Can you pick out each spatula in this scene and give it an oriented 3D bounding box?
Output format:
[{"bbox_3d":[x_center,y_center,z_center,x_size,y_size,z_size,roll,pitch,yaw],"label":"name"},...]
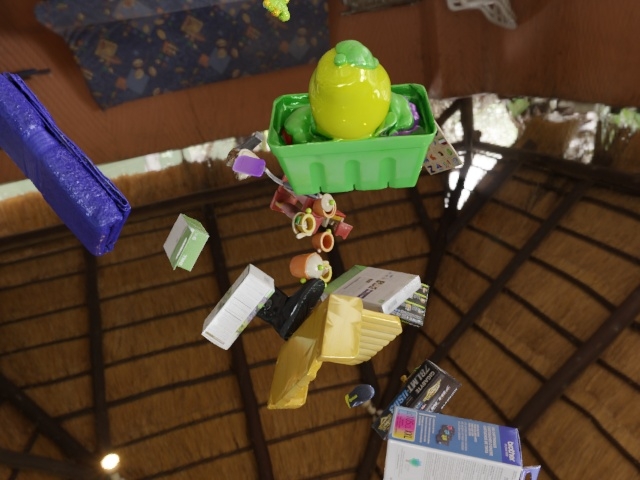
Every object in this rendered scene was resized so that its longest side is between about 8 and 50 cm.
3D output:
[{"bbox_3d":[-0.135,-0.197,1.655,0.296,0.030,0.084,24,-132,-17],"label":"spatula"}]

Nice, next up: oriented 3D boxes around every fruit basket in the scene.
[{"bbox_3d":[0.062,-0.289,1.135,0.391,0.392,0.283,-7,-139,8],"label":"fruit basket"}]

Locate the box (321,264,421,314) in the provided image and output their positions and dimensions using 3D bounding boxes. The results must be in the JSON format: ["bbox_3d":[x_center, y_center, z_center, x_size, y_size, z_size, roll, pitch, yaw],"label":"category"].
[{"bbox_3d":[0.184,0.184,1.962,0.321,0.059,0.232,10,-148,45],"label":"box"}]

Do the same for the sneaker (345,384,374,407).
[{"bbox_3d":[0.133,0.486,1.632,0.059,0.053,0.144,-7,157,-33],"label":"sneaker"}]

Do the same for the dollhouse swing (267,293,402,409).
[{"bbox_3d":[0.063,0.377,1.581,0.304,0.347,0.315,27,-140,-15],"label":"dollhouse swing"}]

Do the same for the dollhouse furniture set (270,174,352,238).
[{"bbox_3d":[0.004,-0.122,2.075,0.374,0.152,0.201,12,-159,-46],"label":"dollhouse furniture set"}]

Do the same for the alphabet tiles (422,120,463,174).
[{"bbox_3d":[0.344,-0.308,1.736,0.009,0.198,0.237,-45,-164,-25],"label":"alphabet tiles"}]

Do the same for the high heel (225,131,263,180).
[{"bbox_3d":[-0.288,-0.251,1.781,0.186,0.093,0.261,-33,-151,33],"label":"high heel"}]

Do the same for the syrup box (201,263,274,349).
[{"bbox_3d":[-0.244,0.196,1.530,0.237,0.096,0.093,-52,-165,8],"label":"syrup box"}]

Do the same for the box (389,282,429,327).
[{"bbox_3d":[0.334,0.238,2.084,0.190,0.045,0.184,19,-122,-6],"label":"box"}]

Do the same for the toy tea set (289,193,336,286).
[{"bbox_3d":[0.000,0.000,1.804,0.124,0.337,0.200,1,178,42],"label":"toy tea set"}]

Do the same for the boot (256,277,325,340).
[{"bbox_3d":[-0.124,0.190,1.763,0.207,0.247,0.094,35,-175,32],"label":"boot"}]

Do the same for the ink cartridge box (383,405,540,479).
[{"bbox_3d":[0.370,0.621,1.371,0.395,0.270,0.151,8,-155,14],"label":"ink cartridge box"}]

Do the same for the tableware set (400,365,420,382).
[{"bbox_3d":[0.351,0.502,1.896,0.154,0.104,0.024,12,-150,-45],"label":"tableware set"}]

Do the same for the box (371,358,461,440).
[{"bbox_3d":[0.344,0.572,1.794,0.296,0.293,0.073,-50,-129,-1],"label":"box"}]

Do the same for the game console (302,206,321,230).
[{"bbox_3d":[-0.035,-0.123,2.301,0.071,0.122,0.107,8,-150,-24],"label":"game console"}]

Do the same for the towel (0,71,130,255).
[{"bbox_3d":[-0.457,-0.124,0.905,0.076,0.308,0.227,-41,-174,-29],"label":"towel"}]

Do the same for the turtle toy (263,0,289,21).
[{"bbox_3d":[-0.168,-0.905,1.992,0.095,0.130,0.066,-58,-154,-15],"label":"turtle toy"}]

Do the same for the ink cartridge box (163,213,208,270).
[{"bbox_3d":[-0.358,0.009,1.382,0.062,0.109,0.209,27,-176,-28],"label":"ink cartridge box"}]
